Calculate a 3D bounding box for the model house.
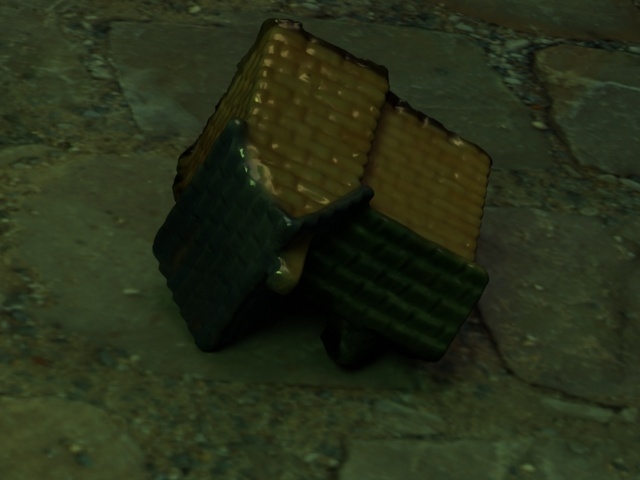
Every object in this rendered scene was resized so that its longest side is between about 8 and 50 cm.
[{"bbox_3d":[0.000,0.000,0.982,0.183,0.166,0.172,24,43,-12],"label":"model house"}]
